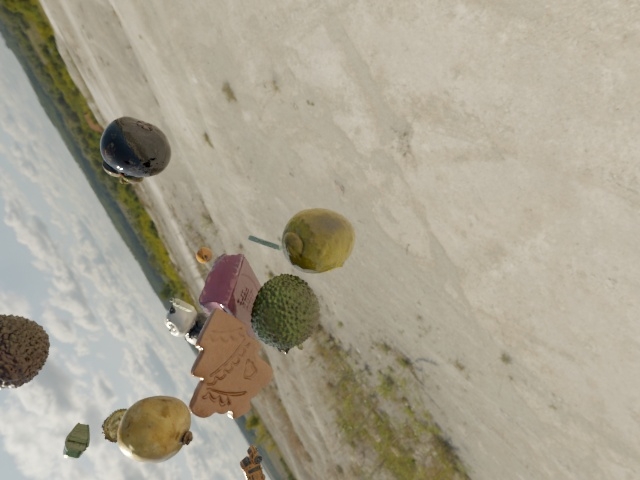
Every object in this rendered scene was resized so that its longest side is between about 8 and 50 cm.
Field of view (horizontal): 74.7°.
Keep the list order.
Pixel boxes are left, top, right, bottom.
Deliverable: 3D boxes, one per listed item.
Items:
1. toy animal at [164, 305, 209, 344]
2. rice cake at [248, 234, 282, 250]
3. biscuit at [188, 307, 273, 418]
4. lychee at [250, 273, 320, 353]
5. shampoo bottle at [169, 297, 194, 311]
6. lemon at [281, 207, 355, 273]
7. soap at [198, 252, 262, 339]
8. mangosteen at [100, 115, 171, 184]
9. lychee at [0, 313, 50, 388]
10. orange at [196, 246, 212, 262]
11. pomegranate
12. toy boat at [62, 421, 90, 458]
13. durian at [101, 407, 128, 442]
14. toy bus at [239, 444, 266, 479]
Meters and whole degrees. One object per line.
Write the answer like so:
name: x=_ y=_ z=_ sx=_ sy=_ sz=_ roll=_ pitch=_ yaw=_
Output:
toy animal: x=-0.651 y=0.409 z=2.069 sx=0.235 sy=0.165 sz=0.187 roll=29 pitch=153 yaw=-18
rice cake: x=-0.258 y=0.012 z=1.954 sx=0.170 sy=0.029 sz=0.033 roll=20 pitch=176 yaw=10
biscuit: x=-0.256 y=0.338 z=1.168 sx=0.043 sy=0.284 sz=0.306 roll=-13 pitch=91 yaw=42
lychee: x=-0.133 y=0.283 z=1.584 sx=0.270 sy=0.270 sz=0.320 roll=170 pitch=97 yaw=-67
shampoo bottle: x=-0.589 y=0.267 z=1.763 sx=0.049 sy=0.034 sz=0.141 roll=19 pitch=163 yaw=25
lemon: x=-0.006 y=0.001 z=1.682 sx=0.285 sy=0.285 sz=0.316 roll=51 pitch=-171 yaw=18
soap: x=-0.341 y=0.233 z=1.682 sx=0.128 sy=0.233 sz=0.359 roll=4 pitch=147 yaw=13
mangosteen: x=-0.781 y=-0.357 z=1.761 sx=0.275 sy=0.275 sz=0.302 roll=49 pitch=121 yaw=22
lychee: x=-0.989 y=0.355 z=1.329 sx=0.271 sy=0.236 sz=0.236 roll=9 pitch=128 yaw=47
orange: x=-0.581 y=0.073 z=2.096 sx=0.083 sy=0.083 sz=0.083 roll=46 pitch=155 yaw=29
pomegranate: x=-0.698 y=0.790 z=1.761 sx=0.307 sy=0.307 sz=0.307 roll=46 pitch=155 yaw=29
toy boat: x=-0.989 y=0.819 z=1.704 sx=0.093 sy=0.055 sz=0.293 roll=26 pitch=167 yaw=-20
durian: x=-0.931 y=0.868 z=1.957 sx=0.091 sy=0.188 sz=0.148 roll=-37 pitch=54 yaw=39
toy bus: x=-0.270 y=0.940 z=1.702 sx=0.083 sy=0.088 sz=0.194 roll=4 pitch=109 yaw=65
